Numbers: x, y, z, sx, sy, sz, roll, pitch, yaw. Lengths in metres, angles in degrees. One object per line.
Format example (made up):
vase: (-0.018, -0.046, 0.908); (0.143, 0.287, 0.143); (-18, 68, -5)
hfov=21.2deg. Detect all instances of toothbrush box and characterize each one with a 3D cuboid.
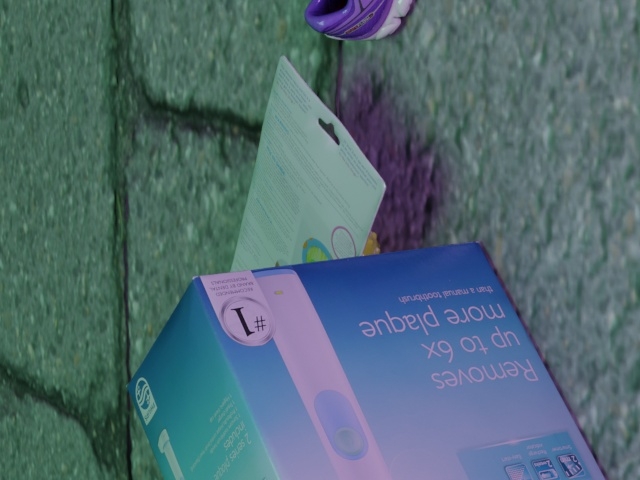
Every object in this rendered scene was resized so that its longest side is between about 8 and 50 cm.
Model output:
toothbrush box: (0.046, 0.161, 1.011); (0.126, 0.216, 0.296); (-55, 51, 46)

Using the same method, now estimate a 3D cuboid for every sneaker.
sneaker: (0.034, -0.201, 1.099); (0.068, 0.071, 0.170); (48, 132, 42)

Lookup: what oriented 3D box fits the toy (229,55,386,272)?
toy: (0.000, 0.000, 1.199); (0.137, 0.056, 0.237); (52, 141, 33)
